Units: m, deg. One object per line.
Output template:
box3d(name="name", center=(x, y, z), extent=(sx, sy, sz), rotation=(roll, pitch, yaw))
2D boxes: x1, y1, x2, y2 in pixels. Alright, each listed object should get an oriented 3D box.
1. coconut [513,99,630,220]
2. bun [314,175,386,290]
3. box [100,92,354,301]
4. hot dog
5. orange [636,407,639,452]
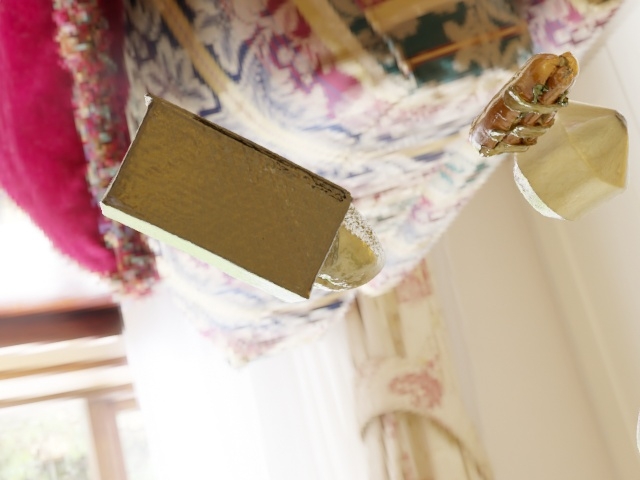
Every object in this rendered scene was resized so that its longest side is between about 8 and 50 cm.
box3d(name="coconut", center=(0.468, -0.153, 2.263), extent=(0.202, 0.202, 0.222), rotation=(9, 142, -45))
box3d(name="bun", center=(0.000, 0.000, 1.792), extent=(0.128, 0.178, 0.193), rotation=(-38, 175, 10))
box3d(name="box", center=(-0.116, -0.044, 1.498), extent=(0.273, 0.143, 0.184), rotation=(26, 172, -5))
box3d(name="hot dog", center=(0.297, -0.191, 1.798), extent=(0.109, 0.072, 0.269), rotation=(-9, 161, -19))
box3d(name="orange", center=(0.567, 0.282, 1.891), extent=(0.158, 0.237, 0.179), rotation=(9, -157, 31))
